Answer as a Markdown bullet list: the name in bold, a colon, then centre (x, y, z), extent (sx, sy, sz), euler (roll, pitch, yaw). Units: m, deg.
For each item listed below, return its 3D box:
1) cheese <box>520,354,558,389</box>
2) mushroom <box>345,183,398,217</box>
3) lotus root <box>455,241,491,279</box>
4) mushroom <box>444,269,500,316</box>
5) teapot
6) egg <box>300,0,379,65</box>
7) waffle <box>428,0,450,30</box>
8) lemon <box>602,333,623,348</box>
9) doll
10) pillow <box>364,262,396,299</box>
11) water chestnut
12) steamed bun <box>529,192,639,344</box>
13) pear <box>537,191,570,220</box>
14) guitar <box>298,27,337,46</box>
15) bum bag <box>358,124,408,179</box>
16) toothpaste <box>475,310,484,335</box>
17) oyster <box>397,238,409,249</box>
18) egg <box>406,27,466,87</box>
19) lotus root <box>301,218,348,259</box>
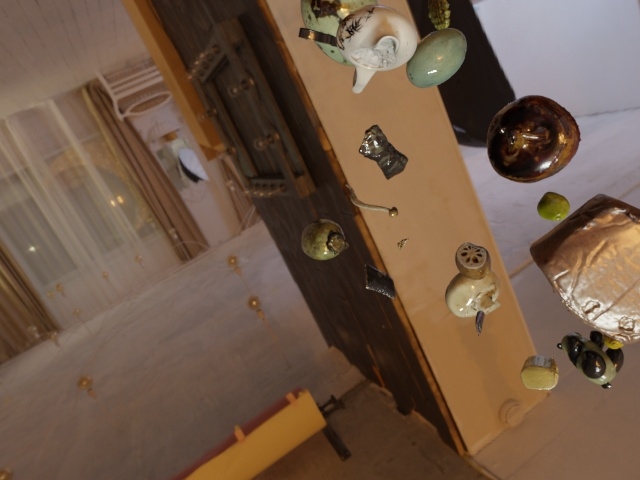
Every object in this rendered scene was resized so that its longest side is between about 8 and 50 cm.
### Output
- **cheese**: centre (0.800, 0.482, 1.711), extent (0.123, 0.094, 0.167), euler (3, -177, 28)
- **mushroom**: centre (0.169, -0.147, 1.751), extent (0.068, 0.043, 0.306), euler (-10, -152, -37)
- **lotus root**: centre (0.522, 0.070, 1.610), extent (0.122, 0.081, 0.112), euler (25, -103, 31)
- **mushroom**: centre (0.637, 0.220, 1.929), extent (0.246, 0.246, 0.202), euler (-29, -140, -9)
- **teapot**: centre (0.143, -0.503, 1.234), extent (0.208, 0.166, 0.300), euler (-2, 166, -10)
- **egg**: centre (0.086, -0.852, 1.792), extent (0.287, 0.379, 0.288), euler (-29, -155, 15)
- **waffle**: centre (0.479, -0.936, 1.905), extent (0.036, 0.169, 0.184), euler (-20, -123, -1)
- **lemon**: centre (0.913, 0.302, 1.461), extent (0.065, 0.065, 0.092), euler (-17, -175, 28)
- **doll**: centre (0.951, 0.405, 1.667), extent (0.143, 0.135, 0.234), euler (-3, -153, -10)
- **pillow**: centre (0.296, 0.204, 2.331), extent (0.055, 0.208, 0.141), euler (-31, -134, 39)
- **water chestnut**: centre (0.787, -0.382, 1.798), extent (0.350, 0.351, 0.302), euler (-10, -175, 44)
- **steamed bun**: centre (0.628, 0.053, 1.012), extent (0.251, 0.301, 0.199), euler (-46, -179, 21)
- **pear**: centre (0.717, -0.105, 1.444), extent (0.092, 0.092, 0.097), euler (-15, -123, 34)
- **guitar**: centre (0.055, -0.645, 1.541), extent (0.271, 0.038, 0.084), euler (23, -152, 12)
- **bum bag**: centre (0.295, -0.402, 2.199), extent (0.144, 0.340, 0.095), euler (-50, -134, 6)
- **toothpaste**: centre (0.541, 0.274, 1.599), extent (0.028, 0.045, 0.170), euler (-5, -170, 24)
- **oyster**: centre (0.368, 0.016, 2.125), extent (0.051, 0.034, 0.093), euler (-48, 173, -40)
- **egg**: centre (0.417, -0.656, 1.693), extent (0.236, 0.169, 0.169), euler (-37, -167, 17)
- **lotus root**: centre (0.000, 0.000, 1.975), extent (0.173, 0.173, 0.309), euler (-31, -167, -17)
